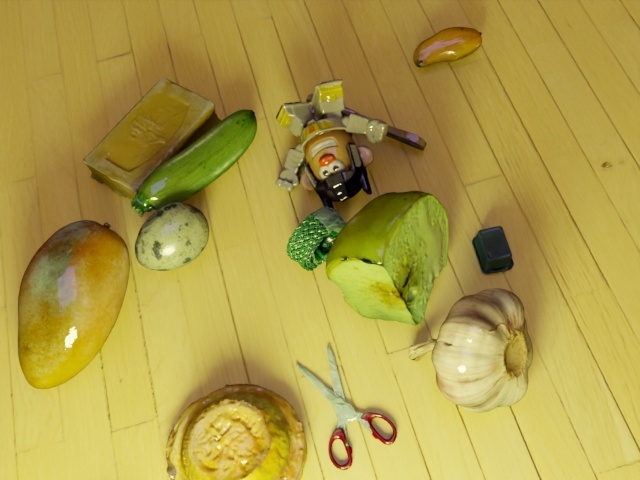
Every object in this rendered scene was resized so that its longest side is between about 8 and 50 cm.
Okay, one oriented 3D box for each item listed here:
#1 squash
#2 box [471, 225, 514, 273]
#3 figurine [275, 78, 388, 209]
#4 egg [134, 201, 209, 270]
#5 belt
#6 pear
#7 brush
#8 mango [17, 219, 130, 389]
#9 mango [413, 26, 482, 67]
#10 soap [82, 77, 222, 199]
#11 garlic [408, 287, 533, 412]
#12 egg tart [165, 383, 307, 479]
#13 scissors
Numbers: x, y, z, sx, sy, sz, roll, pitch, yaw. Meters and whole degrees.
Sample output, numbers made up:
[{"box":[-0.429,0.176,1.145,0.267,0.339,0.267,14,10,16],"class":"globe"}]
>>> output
[{"box":[-0.291,-0.181,1.807,0.107,0.107,0.395,35,61,22],"class":"squash"},{"box":[0.381,0.017,1.665,0.074,0.054,0.099,-13,61,1],"class":"box"},{"box":[0.024,-0.213,1.768,0.143,0.308,0.308,-7,49,-46],"class":"figurine"},{"box":[-0.336,-0.005,1.705,0.181,0.141,0.141,-40,65,-18],"class":"egg"},{"box":[0.000,0.000,1.678,0.079,0.121,0.151,34,65,24],"class":"belt"},{"box":[0.147,0.002,1.590,0.176,0.286,0.282,11,61,34],"class":"pear"},{"box":[0.102,-0.275,1.858,0.327,0.070,0.065,23,83,17],"class":"brush"},{"box":[-0.541,0.132,1.626,0.221,0.199,0.384,17,76,7],"class":"mango"},{"box":[0.327,-0.500,1.951,0.190,0.075,0.098,-20,52,2],"class":"mango"},{"box":[-0.414,-0.247,1.880,0.199,0.091,0.315,30,69,19],"class":"soap"},{"box":[0.281,0.219,1.501,0.253,0.245,0.245,-3,54,43],"class":"garlic"},{"box":[-0.170,0.403,1.480,0.288,0.118,0.288,-4,62,8],"class":"egg tart"},{"box":[0.040,0.334,1.549,0.144,0.017,0.248,-27,60,-10],"class":"scissors"}]
